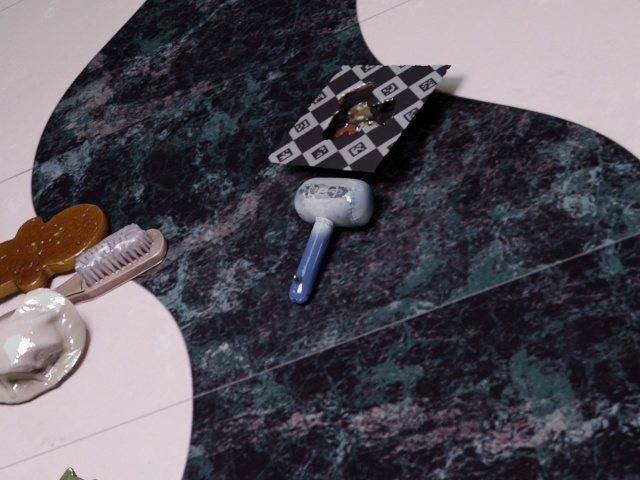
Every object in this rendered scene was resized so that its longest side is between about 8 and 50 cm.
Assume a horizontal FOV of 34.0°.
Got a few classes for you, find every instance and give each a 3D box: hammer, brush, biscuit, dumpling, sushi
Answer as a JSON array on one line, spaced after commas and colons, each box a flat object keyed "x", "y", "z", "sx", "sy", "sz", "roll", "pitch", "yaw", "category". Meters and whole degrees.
[{"x": 0.000, "y": 0.000, "z": 1.448, "sx": 0.116, "sy": 0.069, "sz": 0.194, "roll": 4, "pitch": 62, "yaw": 34, "category": "hammer"}, {"x": -0.391, "y": 0.067, "z": 1.625, "sx": 0.327, "sy": 0.065, "sz": 0.070, "roll": -30, "pitch": 44, "yaw": 6, "category": "brush"}, {"x": -0.454, "y": 0.018, "z": 1.725, "sx": 0.236, "sy": 0.039, "sz": 0.180, "roll": -25, "pitch": 40, "yaw": 9, "category": "biscuit"}, {"x": -0.430, "y": 0.163, "z": 1.545, "sx": 0.150, "sy": 0.092, "sz": 0.176, "roll": 28, "pitch": 63, "yaw": 30, "category": "dumpling"}, {"x": 0.064, "y": -0.173, "z": 1.577, "sx": 0.219, "sy": 0.047, "sz": 0.231, "roll": 9, "pitch": 52, "yaw": 43, "category": "sushi"}]

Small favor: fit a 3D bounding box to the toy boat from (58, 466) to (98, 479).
[{"x": -0.363, "y": 0.421, "z": 1.281, "sx": 0.093, "sy": 0.055, "sz": 0.293, "roll": 12, "pitch": 58, "yaw": 38, "category": "toy boat"}]
